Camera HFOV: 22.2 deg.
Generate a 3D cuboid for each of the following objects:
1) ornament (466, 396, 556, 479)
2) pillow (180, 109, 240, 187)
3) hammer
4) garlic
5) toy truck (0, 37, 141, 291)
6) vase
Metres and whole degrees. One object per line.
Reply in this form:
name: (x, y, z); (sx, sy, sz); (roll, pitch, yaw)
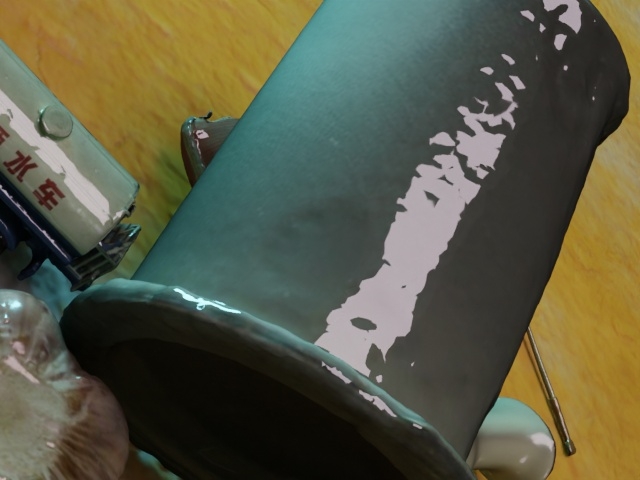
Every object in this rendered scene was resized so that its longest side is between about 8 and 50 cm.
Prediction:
ornament: (0.077, 0.130, 1.039); (0.156, 0.081, 0.075); (9, 24, -49)
pillow: (0.000, 0.000, 1.022); (0.171, 0.075, 0.179); (-9, 77, -49)
hammer: (0.165, 0.100, 1.202); (0.029, 0.014, 0.123); (-12, 81, -42)
garlic: (-0.162, 0.105, 0.763); (0.147, 0.102, 0.159); (0, 57, -34)
toy truck: (-0.177, -0.058, 0.846); (0.201, 0.088, 0.074); (48, 42, -17)
vase: (0.033, -0.004, 0.873); (0.245, 0.245, 0.291); (43, 59, -23)
